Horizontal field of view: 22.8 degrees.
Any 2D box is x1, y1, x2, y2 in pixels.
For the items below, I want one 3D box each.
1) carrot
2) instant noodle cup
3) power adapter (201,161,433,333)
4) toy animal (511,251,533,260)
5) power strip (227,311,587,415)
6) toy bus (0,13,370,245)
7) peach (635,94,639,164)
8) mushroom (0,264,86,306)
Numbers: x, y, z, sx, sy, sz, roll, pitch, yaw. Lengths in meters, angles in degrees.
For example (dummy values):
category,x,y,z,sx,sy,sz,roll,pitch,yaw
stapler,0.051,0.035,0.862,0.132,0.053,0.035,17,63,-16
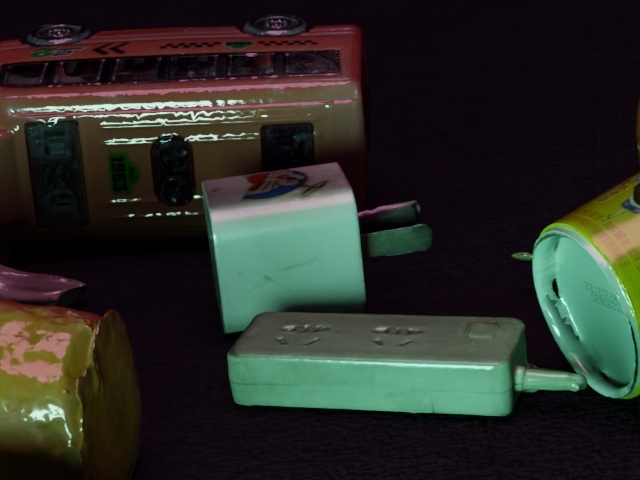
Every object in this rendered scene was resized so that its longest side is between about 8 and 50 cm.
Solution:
category,x,y,z,sx,sy,sz,roll,pitch,yaw
carrot,-0.271,0.102,1.173,0.254,0.196,0.196,1,21,16
instant noodle cup,0.304,0.016,1.262,0.236,0.216,0.215,-23,24,-16
power adapter,0.000,0.000,1.462,0.204,0.125,0.130,-9,20,-7
toy animal,0.283,0.017,1.436,0.219,0.069,0.086,3,0,7
power strip,0.072,0.100,1.281,0.288,0.053,0.093,0,21,17
toy bus,-0.157,-0.112,1.706,0.426,0.203,0.233,-3,25,1
peach,0.416,-0.126,1.556,0.232,0.233,0.232,-5,20,2
mushroom,-0.326,0.046,1.546,0.202,0.054,0.059,5,28,12
